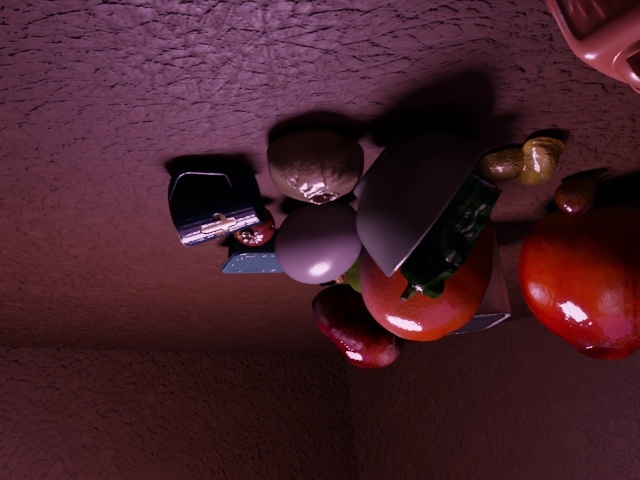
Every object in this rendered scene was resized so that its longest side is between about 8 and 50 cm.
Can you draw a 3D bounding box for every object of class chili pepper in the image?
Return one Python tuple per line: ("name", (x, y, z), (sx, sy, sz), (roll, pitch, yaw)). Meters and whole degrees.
("chili pepper", (0.235, 0.003, 1.434), (0.099, 0.271, 0.136), (32, -174, -1))

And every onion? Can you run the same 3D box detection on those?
("onion", (0.115, 0.197, 2.016), (0.272, 0.272, 0.195), (11, 121, -45))

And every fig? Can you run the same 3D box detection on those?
("fig", (0.582, -0.113, 1.692), (0.088, 0.089, 0.125), (5, 136, -35))

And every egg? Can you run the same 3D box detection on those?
("egg", (0.000, 0.000, 1.662), (0.176, 0.176, 0.232), (4, 154, -32))

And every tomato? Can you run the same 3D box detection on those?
("tomato", (0.219, 0.039, 1.666), (0.272, 0.342, 0.341), (17, 159, -11))

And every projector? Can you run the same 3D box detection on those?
("projector", (0.346, 0.112, 2.045), (0.248, 0.249, 0.248), (-4, 164, -10))

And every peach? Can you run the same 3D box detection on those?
("peach", (0.674, 0.095, 1.837), (0.387, 0.389, 0.388), (-6, 164, -2))

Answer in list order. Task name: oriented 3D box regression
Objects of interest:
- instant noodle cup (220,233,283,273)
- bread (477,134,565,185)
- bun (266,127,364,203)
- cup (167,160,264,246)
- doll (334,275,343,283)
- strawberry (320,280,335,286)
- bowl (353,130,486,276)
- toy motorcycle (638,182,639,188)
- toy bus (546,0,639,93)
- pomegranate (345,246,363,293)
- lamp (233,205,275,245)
("instant noodle cup", (-0.149, 0.029, 1.895), (0.179, 0.070, 0.157), (1, 161, -23))
("bread", (0.397, -0.150, 1.506), (0.149, 0.065, 0.188), (2, 164, -12))
("bun", (-0.007, -0.122, 1.345), (0.173, 0.114, 0.166), (-6, 165, 7))
("cup", (-0.199, -0.081, 1.436), (0.155, 0.131, 0.177), (-12, 138, 5))
("doll", (-0.003, 0.055, 1.918), (0.097, 0.137, 0.209), (-30, 163, -12))
("strawberry", (0.019, 0.072, 2.070), (0.106, 0.106, 0.106), (-6, 164, -2))
("bowl", (0.151, -0.091, 1.364), (0.146, 0.289, 0.289), (36, 162, 4))
("toy motorcycle", (0.805, -0.115, 1.770), (0.106, 0.074, 0.190), (-26, 156, 26))
("toy bus", (0.374, -0.262, 0.815), (0.287, 0.232, 0.194), (7, 157, -33))
("pomegranate", (0.126, 0.052, 1.930), (0.187, 0.187, 0.225), (10, -178, -44))
("lamp", (-0.147, -0.035, 1.642), (0.101, 0.090, 0.101), (5, 128, 7))
